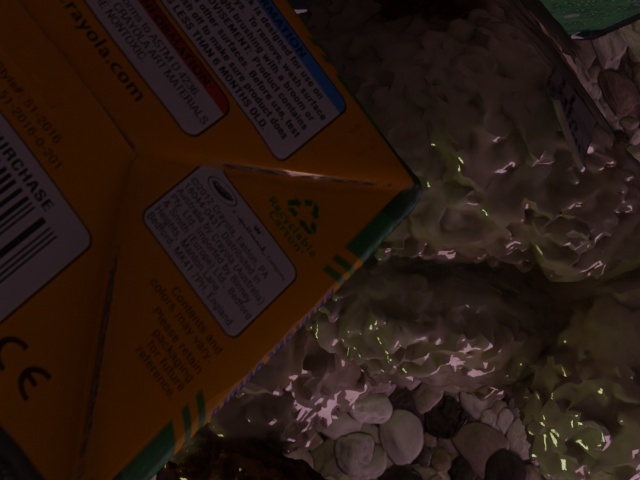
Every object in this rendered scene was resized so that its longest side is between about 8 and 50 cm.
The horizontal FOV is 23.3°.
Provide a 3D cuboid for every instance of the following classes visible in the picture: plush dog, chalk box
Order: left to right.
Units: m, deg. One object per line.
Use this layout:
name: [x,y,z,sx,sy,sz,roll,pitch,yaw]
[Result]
chalk box: [-0.151,0.010,0.476,0.289,0.180,0.179,-29,-170,42]
plush dog: [0.000,0.000,0.586,0.225,0.211,0.262,-39,-135,16]

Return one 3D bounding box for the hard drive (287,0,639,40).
hard drive: [0.031,-0.137,0.730,0.339,0.064,0.237,-5,177,-17]
